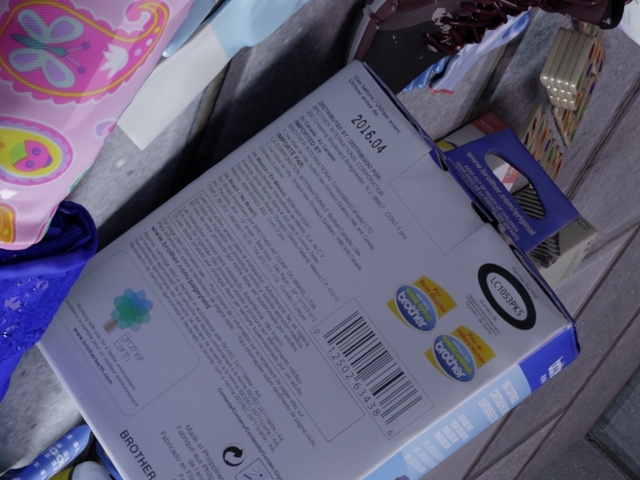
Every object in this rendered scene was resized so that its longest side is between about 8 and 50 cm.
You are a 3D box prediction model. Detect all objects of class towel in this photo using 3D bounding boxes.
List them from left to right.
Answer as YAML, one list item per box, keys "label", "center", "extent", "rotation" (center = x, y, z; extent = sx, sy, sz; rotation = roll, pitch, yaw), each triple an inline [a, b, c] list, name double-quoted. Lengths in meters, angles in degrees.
- label: "towel"
  center: [-0.343, 0.259, 1.097]
  extent: [0.336, 0.040, 0.243]
  rotation: [-35, 179, -30]
- label: "towel"
  center: [-0.286, 0.112, 0.969]
  extent: [0.227, 0.076, 0.308]
  rotation: [-11, 141, -57]

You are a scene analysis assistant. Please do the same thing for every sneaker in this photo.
- label: "sneaker"
  center: [0.145, -0.188, 1.110]
  extent: [0.281, 0.162, 0.106]
  rotation: [-53, 159, 20]

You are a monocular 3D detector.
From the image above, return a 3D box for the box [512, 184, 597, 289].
- label: "box"
  center: [0.214, 0.033, 1.759]
  extent: [0.275, 0.113, 0.094]
  rotation: [-30, 154, -40]

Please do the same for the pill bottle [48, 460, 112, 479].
- label: "pill bottle"
  center: [-0.247, 0.250, 1.294]
  extent: [0.116, 0.065, 0.065]
  rotation: [-25, 166, 18]

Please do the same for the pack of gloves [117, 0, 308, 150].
- label: "pack of gloves"
  center: [-0.053, -0.162, 0.944]
  extent: [0.232, 0.046, 0.195]
  rotation: [-43, 159, -5]

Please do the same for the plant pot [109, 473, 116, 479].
- label: "plant pot"
  center: [-0.080, 0.359, 1.403]
  extent: [0.267, 0.267, 0.236]
  rotation: [-22, 119, -45]

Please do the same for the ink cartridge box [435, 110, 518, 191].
- label: "ink cartridge box"
  center: [0.122, -0.044, 1.488]
  extent: [0.198, 0.067, 0.115]
  rotation: [-31, 156, -38]

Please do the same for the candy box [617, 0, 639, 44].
- label: "candy box"
  center: [0.369, -0.316, 1.441]
  extent: [0.196, 0.070, 0.165]
  rotation: [-44, 161, -5]

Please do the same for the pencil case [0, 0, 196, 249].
- label: "pencil case"
  center: [-0.121, -0.132, 0.755]
  extent: [0.284, 0.124, 0.124]
  rotation: [-52, 159, 11]

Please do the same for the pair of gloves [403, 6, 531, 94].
- label: "pair of gloves"
  center: [0.140, -0.196, 1.292]
  extent: [0.159, 0.023, 0.198]
  rotation: [-51, 159, 17]

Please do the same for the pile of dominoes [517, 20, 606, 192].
- label: "pile of dominoes"
  center: [0.273, -0.146, 1.521]
  extent: [0.196, 0.040, 0.251]
  rotation: [-68, 161, -6]

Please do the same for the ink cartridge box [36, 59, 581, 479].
- label: "ink cartridge box"
  center: [0.013, 0.055, 1.092]
  extent: [0.395, 0.270, 0.151]
  rotation: [-37, 162, 2]

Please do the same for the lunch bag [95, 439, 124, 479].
- label: "lunch bag"
  center: [-0.047, 0.185, 1.331]
  extent: [0.303, 0.243, 0.115]
  rotation: [-24, 141, -45]
